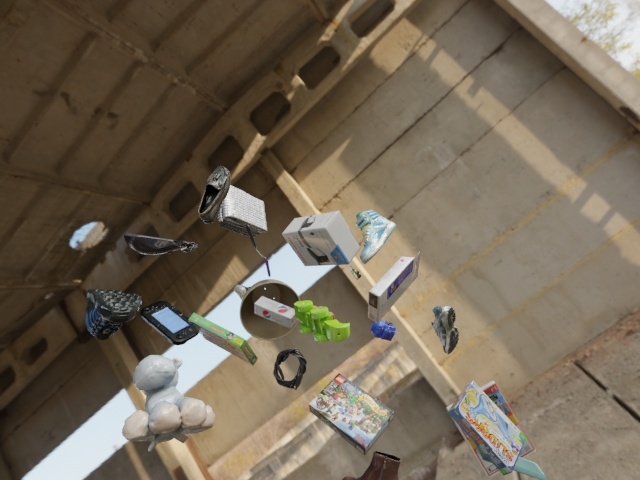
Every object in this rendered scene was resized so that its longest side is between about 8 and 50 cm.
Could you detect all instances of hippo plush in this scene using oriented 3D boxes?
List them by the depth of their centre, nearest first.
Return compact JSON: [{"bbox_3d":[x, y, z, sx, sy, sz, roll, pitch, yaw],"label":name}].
[{"bbox_3d":[-0.445,0.461,1.260,0.234,0.237,0.294,-11,-31,-9],"label":"hippo plush"}]

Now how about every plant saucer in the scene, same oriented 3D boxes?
[{"bbox_3d":[0.551,0.638,1.217,0.067,0.191,0.018,-75,5,-81],"label":"plant saucer"}]

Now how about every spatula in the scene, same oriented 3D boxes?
[{"bbox_3d":[-0.318,0.052,2.181,0.030,0.297,0.084,-28,5,-16],"label":"spatula"}]

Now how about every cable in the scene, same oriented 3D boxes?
[{"bbox_3d":[-0.135,0.556,1.855,0.047,0.150,0.185,0,-72,-58],"label":"cable"}]

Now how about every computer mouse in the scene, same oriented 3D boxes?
[{"bbox_3d":[-0.626,0.026,1.639,0.271,0.072,0.188,8,-3,-9],"label":"computer mouse"}]

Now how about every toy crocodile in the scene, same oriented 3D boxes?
[{"bbox_3d":[-0.010,0.290,1.557,0.105,0.115,0.340,-13,9,-25],"label":"toy crocodile"}]

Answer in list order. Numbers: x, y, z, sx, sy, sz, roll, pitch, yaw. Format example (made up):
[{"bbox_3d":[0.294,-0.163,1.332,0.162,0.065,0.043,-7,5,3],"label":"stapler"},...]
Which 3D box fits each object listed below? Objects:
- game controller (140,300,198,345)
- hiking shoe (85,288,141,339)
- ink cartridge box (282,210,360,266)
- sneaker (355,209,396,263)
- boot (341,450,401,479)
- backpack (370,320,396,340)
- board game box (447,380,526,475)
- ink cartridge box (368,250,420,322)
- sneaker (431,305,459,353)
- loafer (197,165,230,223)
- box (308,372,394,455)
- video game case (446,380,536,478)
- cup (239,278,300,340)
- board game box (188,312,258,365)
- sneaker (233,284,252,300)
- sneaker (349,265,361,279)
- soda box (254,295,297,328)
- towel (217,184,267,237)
[{"bbox_3d":[-0.776,0.421,2.175,0.166,0.319,0.067,-34,-34,-46],"label":"game controller"},{"bbox_3d":[-0.561,0.206,1.137,0.113,0.132,0.304,7,-6,-35],"label":"hiking shoe"},{"bbox_3d":[0.000,0.000,2.000,0.307,0.223,0.129,-6,36,46],"label":"ink cartridge box"},{"bbox_3d":[0.240,-0.032,2.204,0.319,0.208,0.127,-49,-4,-38],"label":"sneaker"},{"bbox_3d":[0.220,1.005,1.828,0.090,0.248,0.207,-15,-68,-73],"label":"boot"},{"bbox_3d":[0.348,0.497,2.327,0.098,0.120,0.101,-66,19,10],"label":"backpack"},{"bbox_3d":[0.457,0.506,1.152,0.136,0.201,0.035,-28,-21,-45],"label":"board game box"},{"bbox_3d":[0.347,0.203,1.963,0.370,0.069,0.176,-38,-41,-35],"label":"ink cartridge box"},{"bbox_3d":[0.673,0.479,2.290,0.110,0.284,0.122,-22,20,-40],"label":"sneaker"},{"bbox_3d":[-0.457,-0.207,1.806,0.084,0.096,0.268,63,-142,-68],"label":"loafer"},{"bbox_3d":[0.100,0.558,1.375,0.159,0.232,0.044,-36,-43,-36],"label":"box"},{"bbox_3d":[0.621,0.689,1.538,0.203,0.285,0.025,-30,-3,1],"label":"video game case"},{"bbox_3d":[-0.287,0.345,2.319,0.331,0.331,0.237,-37,20,-3],"label":"cup"},{"bbox_3d":[-0.461,0.470,2.004,0.046,0.317,0.214,-56,-29,-28],"label":"board game box"},{"bbox_3d":[-0.426,0.325,2.613,0.148,0.131,0.350,-42,-19,-15],"label":"sneaker"},{"bbox_3d":[0.181,0.163,2.165,0.035,0.083,0.031,-31,-22,-4],"label":"sneaker"},{"bbox_3d":[-0.222,0.358,2.107,0.074,0.215,0.069,-45,-32,-51],"label":"soda box"},{"bbox_3d":[-0.434,-0.155,2.292,0.121,0.235,0.283,-35,-39,30],"label":"towel"}]
